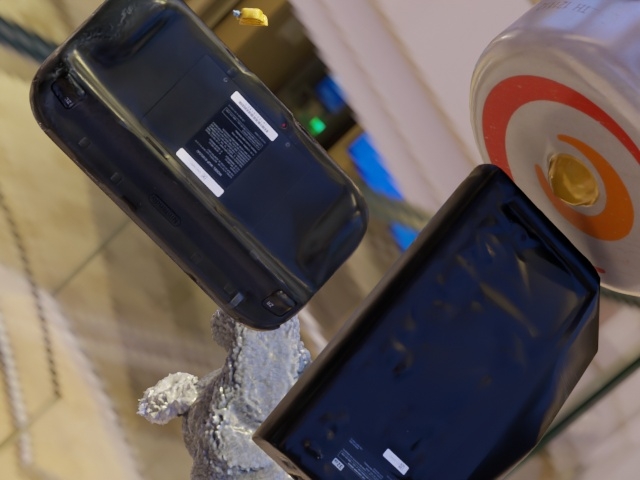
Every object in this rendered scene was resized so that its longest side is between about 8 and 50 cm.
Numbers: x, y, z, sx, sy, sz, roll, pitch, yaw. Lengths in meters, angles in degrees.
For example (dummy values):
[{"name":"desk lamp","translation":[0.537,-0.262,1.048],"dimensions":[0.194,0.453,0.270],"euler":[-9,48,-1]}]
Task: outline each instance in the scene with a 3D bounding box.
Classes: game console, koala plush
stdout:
[{"name":"game console","translation":[0.000,0.000,1.066],"dimensions":[0.361,0.213,0.044],"euler":[46,-17,-17]},{"name":"koala plush","translation":[-0.063,0.167,1.717],"dimensions":[0.196,0.203,0.221],"euler":[27,-14,-22]}]

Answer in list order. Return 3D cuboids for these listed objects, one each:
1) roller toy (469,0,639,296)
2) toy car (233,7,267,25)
[{"name":"roller toy","translation":[0.192,-0.067,1.128],"dimensions":[0.146,0.191,0.209],"euler":[-39,82,-25]},{"name":"toy car","translation":[-0.093,-0.215,1.495],"dimensions":[0.122,0.060,0.040],"euler":[19,-2,6]}]
